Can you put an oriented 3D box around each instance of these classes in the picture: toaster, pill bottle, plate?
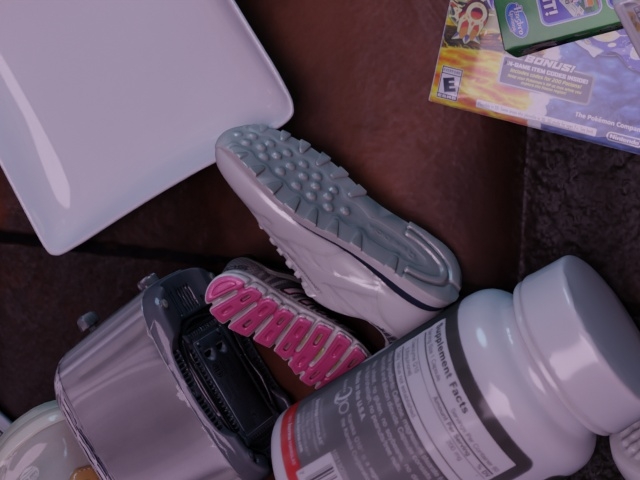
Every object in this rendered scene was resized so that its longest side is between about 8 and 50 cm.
[{"bbox_3d":[-0.122,0.146,1.398,0.146,0.129,0.227,-31,91,28],"label":"toaster"},{"bbox_3d":[0.114,0.139,1.283,0.283,0.161,0.161,-34,88,23],"label":"pill bottle"},{"bbox_3d":[-0.187,-0.167,1.400,0.277,0.045,0.278,-29,90,24],"label":"plate"}]

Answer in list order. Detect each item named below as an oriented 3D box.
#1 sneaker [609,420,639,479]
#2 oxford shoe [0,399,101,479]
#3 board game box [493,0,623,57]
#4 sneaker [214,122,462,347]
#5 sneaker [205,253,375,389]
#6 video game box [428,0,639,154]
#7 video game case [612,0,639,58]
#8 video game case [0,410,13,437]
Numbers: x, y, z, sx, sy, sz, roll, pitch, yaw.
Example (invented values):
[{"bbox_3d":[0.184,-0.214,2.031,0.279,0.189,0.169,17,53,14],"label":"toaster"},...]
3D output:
[{"bbox_3d":[0.389,0.228,1.218,0.366,0.135,0.150,18,135,31],"label":"sneaker"},{"bbox_3d":[-0.305,0.348,1.481,0.130,0.169,0.449,48,113,37],"label":"oxford shoe"},{"bbox_3d":[0.207,-0.314,1.182,0.214,0.046,0.317,-13,87,19],"label":"board game box"},{"bbox_3d":[0.000,0.000,1.331,0.235,0.090,0.095,40,132,-1],"label":"sneaker"},{"bbox_3d":[-0.018,0.066,1.376,0.170,0.075,0.063,33,119,-12],"label":"sneaker"},{"bbox_3d":[0.201,-0.174,1.248,0.205,0.048,0.187,15,103,17],"label":"video game box"},{"bbox_3d":[0.346,-0.124,1.152,0.206,0.026,0.227,-20,125,23],"label":"video game case"},{"bbox_3d":[-0.397,0.199,1.529,0.201,0.023,0.183,41,86,8],"label":"video game case"}]
